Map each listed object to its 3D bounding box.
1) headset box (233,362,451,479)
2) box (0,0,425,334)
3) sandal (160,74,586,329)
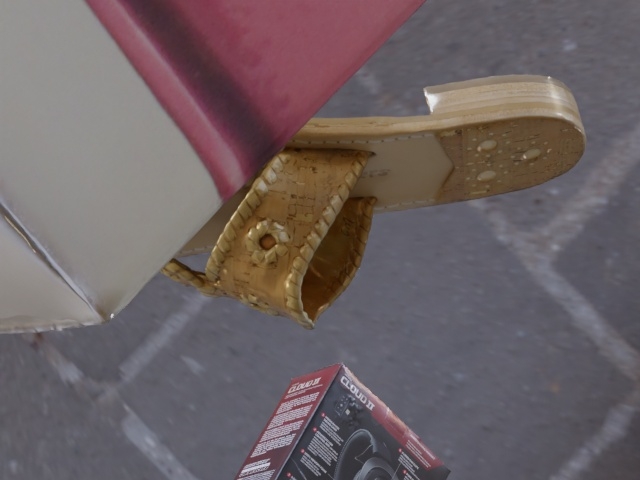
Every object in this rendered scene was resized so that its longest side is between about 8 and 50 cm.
[{"bbox_3d":[0.005,0.090,0.628,0.062,0.032,0.083,45,51,-19],"label":"headset box"},{"bbox_3d":[-0.035,-0.100,0.430,0.232,0.148,0.127,-47,105,-19],"label":"box"},{"bbox_3d":[-0.001,-0.003,0.748,0.240,0.088,0.079,-13,58,4],"label":"sandal"}]
